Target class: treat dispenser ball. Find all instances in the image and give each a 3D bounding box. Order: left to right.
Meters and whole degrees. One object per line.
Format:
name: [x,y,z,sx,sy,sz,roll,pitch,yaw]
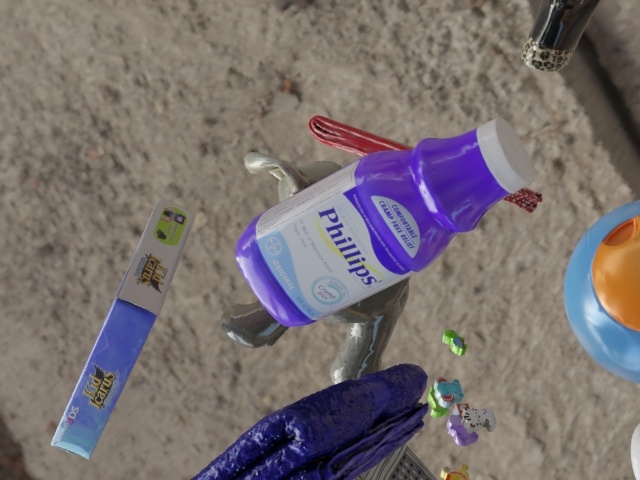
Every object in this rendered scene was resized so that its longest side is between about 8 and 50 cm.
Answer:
treat dispenser ball: [0.518,0.079,1.819,0.288,0.288,0.288,12,117,25]

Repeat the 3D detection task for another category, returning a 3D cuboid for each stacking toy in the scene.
stacking toy: [0.214,0.275,1.924,0.052,0.221,0.167,0,132,-14]

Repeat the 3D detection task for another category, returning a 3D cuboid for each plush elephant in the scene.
plush elephant: [0.000,0.000,1.662,0.330,0.272,0.255,-59,36,16]

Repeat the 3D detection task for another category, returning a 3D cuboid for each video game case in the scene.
video game case: [-0.260,0.115,1.588,0.061,0.244,0.269,24,122,-7]

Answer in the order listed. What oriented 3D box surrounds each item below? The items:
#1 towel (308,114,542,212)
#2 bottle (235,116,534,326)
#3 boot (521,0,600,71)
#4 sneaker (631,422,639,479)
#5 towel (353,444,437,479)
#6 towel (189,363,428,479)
towel: [0.129,-0.090,1.429,0.199,0.275,0.031,25,98,33]
bottle: [0.059,-0.020,1.102,0.283,0.092,0.118,-27,107,26]
boot: [0.373,-0.355,1.723,0.085,0.236,0.179,31,127,17]
sneaker: [0.502,0.221,1.438,0.127,0.321,0.126,-14,97,41]
towel: [0.119,0.426,1.744,0.056,0.324,0.312,-38,92,30]
towel: [-0.024,0.211,1.051,0.227,0.308,0.076,-43,75,18]
